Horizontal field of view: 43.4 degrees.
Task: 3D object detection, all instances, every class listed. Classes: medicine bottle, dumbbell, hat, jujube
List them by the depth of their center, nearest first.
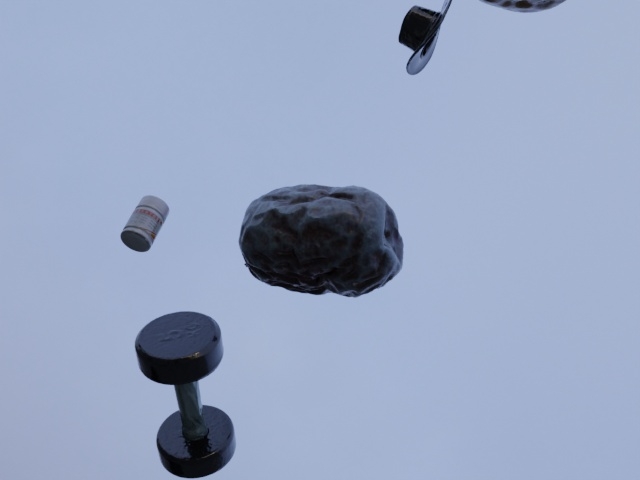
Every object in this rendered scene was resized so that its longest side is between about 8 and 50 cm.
[{"bbox_3d":[-0.158,0.186,0.961,0.100,0.100,0.191,11,-55,22],"label":"dumbbell"},{"bbox_3d":[0.132,-0.277,1.050,0.050,0.121,0.121,27,-49,5],"label":"hat"},{"bbox_3d":[-0.303,-0.029,1.388,0.057,0.089,0.057,12,-40,11],"label":"medicine bottle"},{"bbox_3d":[0.000,0.000,1.546,0.317,0.226,0.226,0,-58,21],"label":"jujube"}]

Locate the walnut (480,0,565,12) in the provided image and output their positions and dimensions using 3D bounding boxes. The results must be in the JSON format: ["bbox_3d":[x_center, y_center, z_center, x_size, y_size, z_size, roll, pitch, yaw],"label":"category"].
[{"bbox_3d":[0.266,-0.417,1.049,0.257,0.257,0.224,28,-70,9],"label":"walnut"}]
